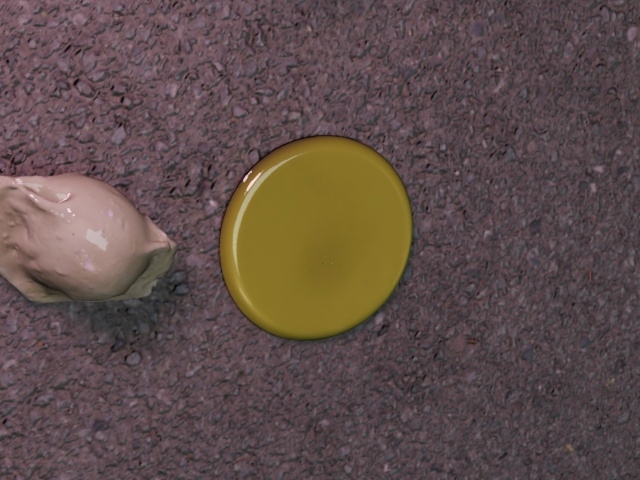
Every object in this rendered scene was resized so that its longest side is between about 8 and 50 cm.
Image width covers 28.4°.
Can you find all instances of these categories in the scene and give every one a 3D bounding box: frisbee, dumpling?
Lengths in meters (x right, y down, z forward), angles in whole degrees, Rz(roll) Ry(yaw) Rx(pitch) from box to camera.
[{"bbox_3d":[0.000,0.000,1.390,0.236,0.017,0.236,-7,106,-25],"label":"frisbee"},{"bbox_3d":[-0.243,0.008,1.232,0.181,0.111,0.155,34,117,-5],"label":"dumpling"}]
